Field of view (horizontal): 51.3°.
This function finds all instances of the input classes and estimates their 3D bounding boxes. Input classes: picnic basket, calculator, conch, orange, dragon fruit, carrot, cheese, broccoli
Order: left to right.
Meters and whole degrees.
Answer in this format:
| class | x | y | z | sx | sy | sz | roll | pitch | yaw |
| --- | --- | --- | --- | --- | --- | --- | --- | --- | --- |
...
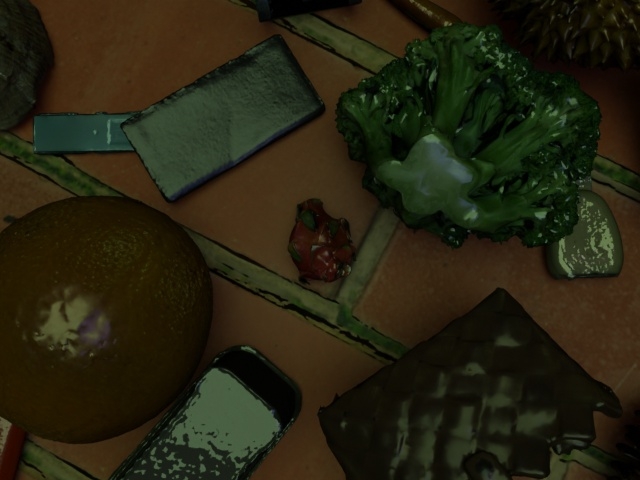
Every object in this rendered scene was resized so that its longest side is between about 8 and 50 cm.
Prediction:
| class | x | y | z | sx | sy | sz | roll | pitch | yaw |
| --- | --- | --- | --- | --- | --- | --- | --- | --- | --- |
| conch | -0.441 | -0.238 | 0.849 | 0.178 | 0.163 | 0.245 | 25 | 64 | -29 |
| orange | -0.249 | 0.082 | 0.730 | 0.274 | 0.274 | 0.274 | 0 | 84 | 1 |
| calculator | -0.292 | -0.142 | 0.876 | 0.172 | 0.018 | 0.057 | -2 | 84 | 0 |
| dragon fruit | -0.002 | -0.001 | 0.830 | 0.081 | 0.086 | 0.116 | -31 | 74 | 35 |
| carrot | 0.111 | -0.325 | 0.883 | 0.190 | 0.037 | 0.037 | 39 | 86 | 6 |
| broccoli | 0.152 | -0.104 | 0.749 | 0.294 | 0.245 | 0.265 | 15 | 118 | 9 |
| picnic basket | 0.183 | 0.244 | 0.713 | 0.291 | 0.254 | 0.321 | -34 | 71 | -1 |
| cheese | 0.333 | -0.044 | 0.850 | 0.097 | 0.037 | 0.192 | -1 | 85 | -1 |

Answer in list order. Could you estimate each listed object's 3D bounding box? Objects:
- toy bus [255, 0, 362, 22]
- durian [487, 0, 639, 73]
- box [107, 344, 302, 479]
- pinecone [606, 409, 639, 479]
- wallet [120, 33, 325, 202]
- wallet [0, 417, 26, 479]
| class | x | y | z | sx | sy | sz | roll | pitch | yaw |
| --- | --- | --- | --- | --- | --- | --- | --- | --- | --- |
| toy bus | -0.028 | -0.378 | 0.744 | 0.145 | 0.331 | 0.151 | -9 | 81 | -1 |
| durian | 0.343 | -0.360 | 0.736 | 0.347 | 0.347 | 0.384 | 28 | 78 | 3 |
| box | -0.147 | 0.251 | 0.756 | 0.138 | 0.178 | 0.274 | 38 | 85 | 5 |
| pinecone | 0.408 | 0.278 | 0.763 | 0.163 | 0.163 | 0.165 | 35 | 103 | 4 |
| wallet | -0.124 | -0.159 | 0.866 | 0.244 | 0.025 | 0.124 | -33 | 89 | -9 |
| wallet | -0.441 | 0.256 | 0.824 | 0.142 | 0.045 | 0.205 | 13 | 85 | 2 |
